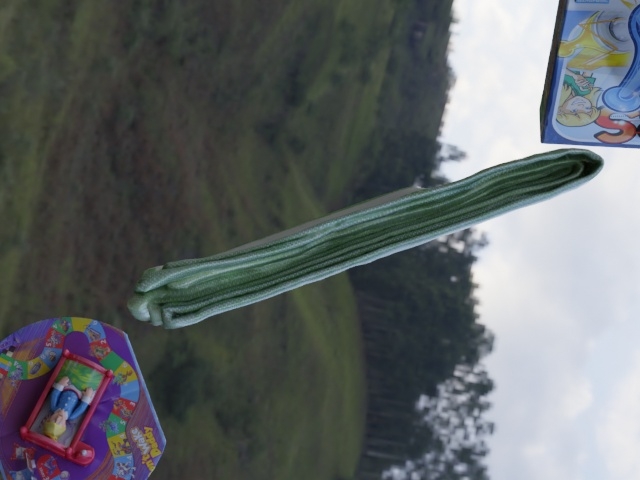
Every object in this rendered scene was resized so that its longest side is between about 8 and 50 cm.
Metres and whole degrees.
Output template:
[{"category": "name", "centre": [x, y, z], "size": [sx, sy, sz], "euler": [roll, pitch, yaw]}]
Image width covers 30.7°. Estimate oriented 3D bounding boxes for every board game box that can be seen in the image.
[{"category": "board game box", "centre": [-0.205, 0.140, 0.955], "size": [0.033, 0.133, 0.168], "euler": [121, -51, -69]}, {"category": "board game box", "centre": [0.242, -0.109, 0.710], "size": [0.136, 0.201, 0.035], "euler": [86, 9, -54]}]

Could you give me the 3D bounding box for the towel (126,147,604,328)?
[{"category": "towel", "centre": [0.000, 0.000, 0.726], "size": [0.325, 0.248, 0.038], "euler": [162, -90, -81]}]
